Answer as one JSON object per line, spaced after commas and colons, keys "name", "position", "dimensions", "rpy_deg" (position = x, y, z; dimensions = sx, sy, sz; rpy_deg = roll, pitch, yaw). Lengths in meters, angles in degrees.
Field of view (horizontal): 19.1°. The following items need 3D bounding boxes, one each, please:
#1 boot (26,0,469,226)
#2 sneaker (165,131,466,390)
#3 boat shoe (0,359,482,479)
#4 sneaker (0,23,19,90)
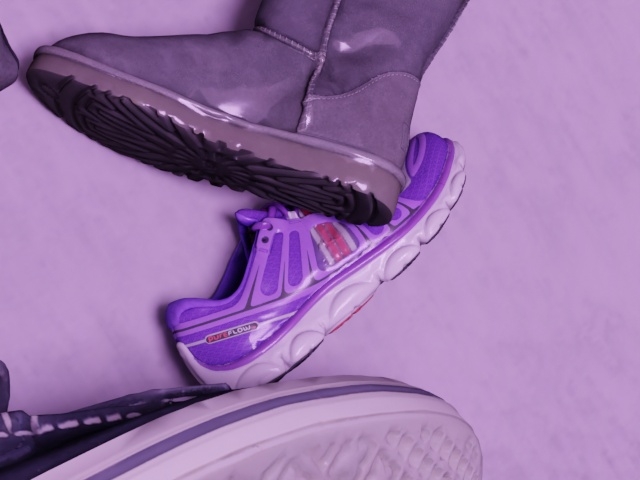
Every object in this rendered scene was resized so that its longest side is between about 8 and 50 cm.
{"name": "boot", "position": [-0.014, -0.125, 0.866], "dimensions": [0.189, 0.076, 0.209], "rpy_deg": [19, 74, -6]}
{"name": "sneaker", "position": [0.000, 0.000, 0.873], "dimensions": [0.170, 0.068, 0.071], "rpy_deg": [-42, 94, -22]}
{"name": "boat shoe", "position": [-0.133, 0.143, 0.745], "dimensions": [0.500, 0.156, 0.187], "rpy_deg": [-14, 120, -39]}
{"name": "sneaker", "position": [-0.182, -0.066, 0.785], "dimensions": [0.106, 0.078, 0.234], "rpy_deg": [22, 76, -19]}
